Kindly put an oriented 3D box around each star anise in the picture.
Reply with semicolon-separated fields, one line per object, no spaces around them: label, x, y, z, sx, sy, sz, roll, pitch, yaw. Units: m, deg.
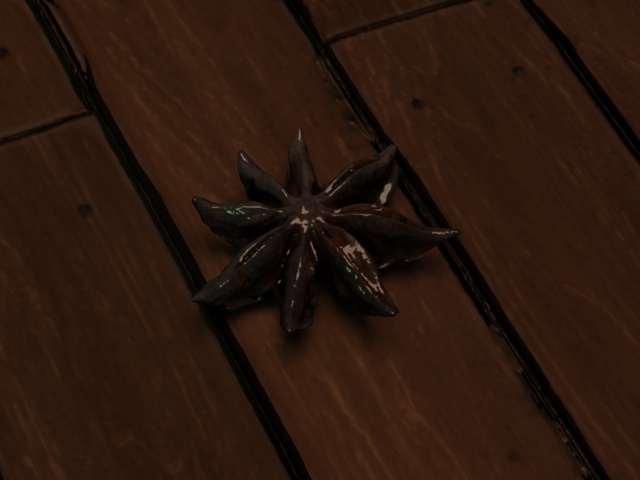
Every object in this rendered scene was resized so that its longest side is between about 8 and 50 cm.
star anise;0.000;0.000;1.309;0.180;0.061;0.204;21;51;13
